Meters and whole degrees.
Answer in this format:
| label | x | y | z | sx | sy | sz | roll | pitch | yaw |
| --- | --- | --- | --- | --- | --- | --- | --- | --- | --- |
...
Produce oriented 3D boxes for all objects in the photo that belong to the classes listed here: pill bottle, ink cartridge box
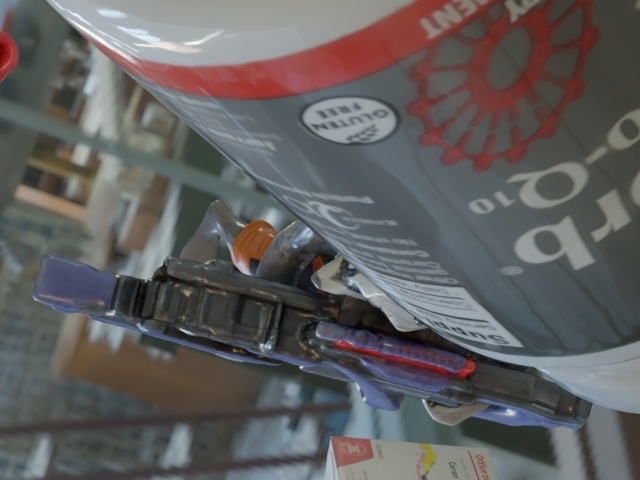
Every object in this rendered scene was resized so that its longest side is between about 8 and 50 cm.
| label | x | y | z | sx | sy | sz | roll | pitch | yaw |
| --- | --- | --- | --- | --- | --- | --- | --- | --- | --- |
| pill bottle | 0.069 | -0.079 | 0.662 | 0.210 | 0.363 | 0.210 | -14 | 60 | 25 |
| ink cartridge box | 0.107 | 0.246 | 1.775 | 0.115 | 0.198 | 0.067 | -105 | 22 | -65 |

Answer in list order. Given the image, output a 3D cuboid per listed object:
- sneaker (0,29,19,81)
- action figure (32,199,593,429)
| label | x | y | z | sx | sy | sz | roll | pitch | yaw |
| --- | --- | --- | --- | --- | --- | --- | --- | --- | --- |
| sneaker | -0.293 | -0.110 | 1.379 | 0.094 | 0.081 | 0.208 | -15 | 23 | 27 |
| action figure | 0.000 | 0.000 | 1.165 | 0.330 | 0.341 | 0.179 | -167 | 91 | -74 |
